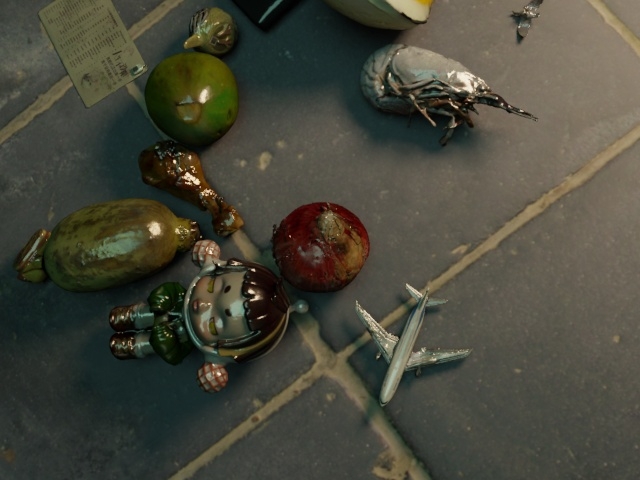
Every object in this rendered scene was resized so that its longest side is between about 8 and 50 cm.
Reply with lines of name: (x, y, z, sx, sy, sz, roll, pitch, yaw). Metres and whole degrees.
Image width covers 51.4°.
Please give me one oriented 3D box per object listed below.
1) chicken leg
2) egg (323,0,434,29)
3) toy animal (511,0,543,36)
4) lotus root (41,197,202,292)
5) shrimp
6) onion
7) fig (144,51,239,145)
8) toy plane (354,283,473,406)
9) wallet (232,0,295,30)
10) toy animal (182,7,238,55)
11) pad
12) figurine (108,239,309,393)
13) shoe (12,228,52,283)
chicken leg: (-0.250, -0.103, 1.301, 0.251, 0.087, 0.107, 43, 114, 6)
egg: (0.065, -0.523, 1.200, 0.201, 0.337, 0.336, -14, 79, 36)
toy animal: (0.383, -0.424, 1.246, 0.050, 0.028, 0.084, 28, 87, 4)
lotus root: (-0.383, 0.004, 1.274, 0.310, 0.173, 0.173, -15, 80, 5)
shrimp: (0.227, -0.259, 1.210, 0.343, 0.116, 0.145, 22, 87, 19)
onion: (0.000, 0.000, 1.196, 0.184, 0.147, 0.183, 1, 57, -1)
fig: (-0.246, -0.267, 1.273, 0.181, 0.191, 0.180, -4, 112, -9)
toy plane: (0.152, 0.188, 1.193, 0.226, 0.058, 0.226, 22, 90, 9)
wallet: (-0.070, -0.548, 1.341, 0.250, 0.044, 0.149, -44, 72, 2)
toy animal: (-0.231, -0.410, 1.317, 0.137, 0.098, 0.098, -27, 76, -32)
pad: (-0.490, -0.428, 1.419, 0.160, 0.009, 0.265, -31, 78, 6)
figurine: (-0.212, 0.142, 1.218, 0.370, 0.167, 0.281, -13, 70, 16)
shoe: (-0.564, 0.035, 1.340, 0.072, 0.069, 0.109, 2, 68, 47)
